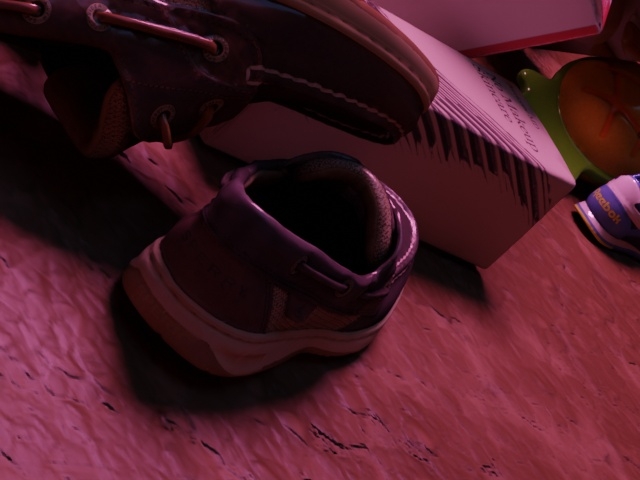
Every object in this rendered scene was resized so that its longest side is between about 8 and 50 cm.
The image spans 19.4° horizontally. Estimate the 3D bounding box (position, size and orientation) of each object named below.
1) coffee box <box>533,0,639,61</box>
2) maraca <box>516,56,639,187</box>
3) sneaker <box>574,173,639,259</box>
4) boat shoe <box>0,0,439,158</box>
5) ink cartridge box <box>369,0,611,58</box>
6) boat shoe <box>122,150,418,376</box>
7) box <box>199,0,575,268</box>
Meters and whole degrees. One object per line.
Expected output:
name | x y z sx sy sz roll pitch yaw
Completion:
coffee box | 0.246 -0.232 1.598 0.098 0.141 0.246 -18 18 -29
maraca | 0.234 -0.098 1.580 0.185 0.099 0.127 -5 66 -37
sneaker | 0.267 -0.020 1.548 0.144 0.059 0.053 11 38 -57
boat shoe | -0.097 -0.098 0.939 0.342 0.123 0.123 21 -6 -32
ink cartridge box | 0.113 -0.218 1.389 0.283 0.207 0.117 -56 133 -68
boat shoe | 0.000 0.000 0.989 0.103 0.092 0.285 51 22 11
box | 0.033 -0.082 1.188 0.275 0.094 0.113 21 33 -45
